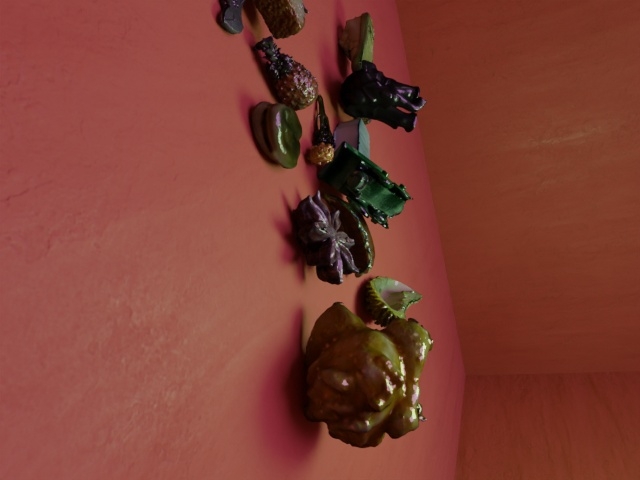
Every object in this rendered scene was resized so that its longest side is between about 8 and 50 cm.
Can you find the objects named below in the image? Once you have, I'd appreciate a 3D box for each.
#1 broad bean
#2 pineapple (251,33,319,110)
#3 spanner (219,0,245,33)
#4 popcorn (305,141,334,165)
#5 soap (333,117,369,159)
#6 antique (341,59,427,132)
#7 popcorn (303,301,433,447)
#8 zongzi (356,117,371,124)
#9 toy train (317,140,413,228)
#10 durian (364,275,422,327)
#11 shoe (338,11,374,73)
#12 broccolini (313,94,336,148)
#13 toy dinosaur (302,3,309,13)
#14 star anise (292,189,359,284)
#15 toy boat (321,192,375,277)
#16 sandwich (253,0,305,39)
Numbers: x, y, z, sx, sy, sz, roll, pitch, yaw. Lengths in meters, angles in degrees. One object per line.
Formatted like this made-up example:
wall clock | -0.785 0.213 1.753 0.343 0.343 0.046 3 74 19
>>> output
broad bean | -0.086 -0.247 1.116 0.206 0.072 0.153 32 65 -63
pineapple | -0.085 -0.412 1.148 0.198 0.108 0.108 49 39 -43
spanner | -0.174 -0.564 1.078 0.093 0.026 0.325 60 30 -37
popcorn | 0.000 -0.239 1.314 0.082 0.083 0.057 -126 -158 -67
soap | 0.108 -0.285 1.566 0.145 0.091 0.231 44 42 -55
antique | 0.194 -0.490 1.620 0.185 0.255 0.322 -68 -159 11
popcorn | 0.077 0.307 1.090 0.290 0.321 0.326 -19 83 -50
zongzi | 0.183 -0.486 1.849 0.178 0.081 0.189 54 40 -66
toy train | 0.142 -0.152 1.388 0.266 0.145 0.202 23 20 -51
durian | 0.248 0.200 1.620 0.352 0.169 0.158 -16 98 -66
shoe | 0.142 -0.719 1.754 0.140 0.128 0.262 32 63 -52
broccolini | 0.000 -0.352 1.416 0.074 0.058 0.201 69 6 -62
toy dinosaur | -0.086 -0.701 1.218 0.205 0.092 0.393 43 36 -54
star anise | 0.000 0.001 1.194 0.223 0.109 0.236 49 25 -43
toy boat | 0.095 -0.031 1.441 0.099 0.108 0.293 -34 112 -30
sandwich | -0.124 -0.651 1.085 0.288 0.099 0.254 50 34 -40
